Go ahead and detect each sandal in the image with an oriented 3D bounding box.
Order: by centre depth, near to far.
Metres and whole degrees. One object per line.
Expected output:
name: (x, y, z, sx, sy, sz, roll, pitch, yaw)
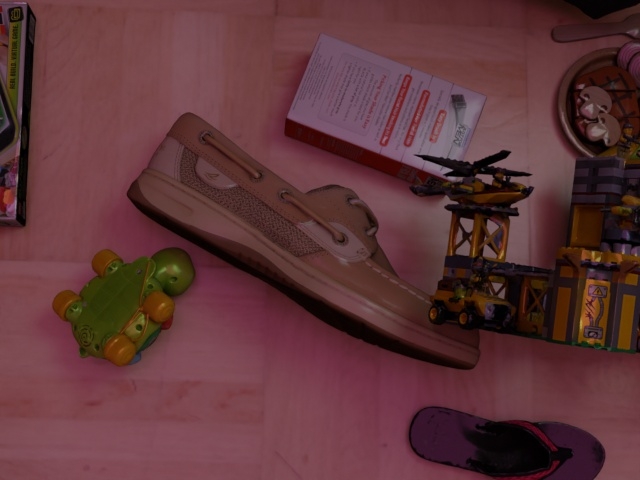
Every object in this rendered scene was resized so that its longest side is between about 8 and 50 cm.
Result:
sandal: (0.169, 0.189, 0.874, 0.179, 0.040, 0.067, 11, 79, -2)

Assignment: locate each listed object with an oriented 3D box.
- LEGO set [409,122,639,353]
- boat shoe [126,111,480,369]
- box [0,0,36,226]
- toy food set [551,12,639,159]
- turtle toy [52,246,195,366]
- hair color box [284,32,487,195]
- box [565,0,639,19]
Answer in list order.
LEGO set: (0.250, -0.010, 0.782, 0.331, 0.255, 0.192, 8, 88, -22)
boat shoe: (0.000, 0.000, 0.856, 0.341, 0.122, 0.110, 29, 80, 3)
box: (-0.326, -0.116, 0.896, 0.114, 0.036, 0.207, 0, 80, -4)
toy food set: (0.296, -0.132, 0.945, 0.132, 0.038, 0.192, -7, 80, -6)
turtle toy: (-0.164, 0.055, 0.861, 0.095, 0.066, 0.130, 35, 76, 27)
hair color box: (0.060, -0.117, 0.918, 0.167, 0.053, 0.093, 21, 77, 1)
box: (0.194, -0.520, 0.790, 0.471, 0.297, 0.480, 22, 79, -20)
